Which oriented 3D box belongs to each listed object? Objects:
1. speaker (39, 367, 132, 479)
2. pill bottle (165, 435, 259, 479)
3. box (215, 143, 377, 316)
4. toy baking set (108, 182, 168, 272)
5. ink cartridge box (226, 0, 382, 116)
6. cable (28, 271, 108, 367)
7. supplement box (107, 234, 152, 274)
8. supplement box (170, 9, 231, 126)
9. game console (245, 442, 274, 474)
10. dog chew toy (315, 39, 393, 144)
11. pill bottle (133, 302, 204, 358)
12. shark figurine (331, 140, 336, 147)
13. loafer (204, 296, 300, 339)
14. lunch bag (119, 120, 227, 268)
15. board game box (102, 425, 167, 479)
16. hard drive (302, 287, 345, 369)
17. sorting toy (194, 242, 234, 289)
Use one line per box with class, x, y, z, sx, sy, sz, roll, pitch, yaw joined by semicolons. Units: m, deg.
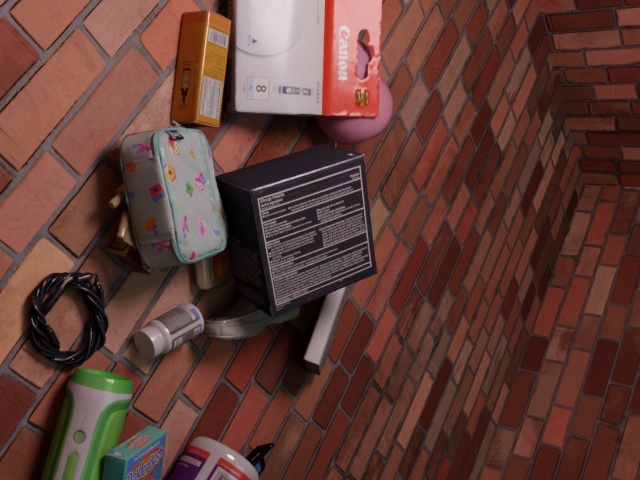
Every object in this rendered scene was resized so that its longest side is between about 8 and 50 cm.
speaker;-0.447;0.396;1.311;0.131;0.131;0.296;25;76;-52
pill bottle;-0.284;0.605;1.516;0.323;0.181;0.181;-57;136;-29
box;-0.049;-0.034;1.574;0.296;0.183;0.294;-20;116;-29
toy baking set;-0.341;-0.049;1.421;0.256;0.030;0.197;-69;143;-52
ink cartridge box;-0.021;-0.442;1.608;0.385;0.091;0.308;-1;98;-20
cable;-0.469;0.151;1.304;0.150;0.047;0.184;-7;103;-52
supplement box;-0.374;0.027;1.401;0.083;0.055;0.043;52;56;-44
supplement box;-0.252;-0.358;1.476;0.080;0.078;0.233;9;90;-56
game console;-0.166;0.578;1.761;0.122;0.107;0.071;-37;96;-44
dog chew toy;0.060;-0.419;1.787;0.206;0.206;0.332;-39;118;-42
pill bottle;-0.320;0.192;1.481;0.137;0.078;0.078;-28;117;-47
shark figurine;-0.026;-0.119;1.752;0.278;0.116;0.166;-42;104;-34
loafer;-0.162;0.158;1.668;0.319;0.112;0.111;-18;106;-58
lunch bag;-0.282;-0.094;1.393;0.224;0.108;0.279;-21;102;-67
board game box;-0.365;0.485;1.346;0.160;0.047;0.210;-17;116;-74
hard drive;0.035;0.177;1.888;0.233;0.047;0.353;86;23;-72
sorting toy;-0.212;-0.004;1.607;0.208;0.038;0.193;-25;116;-56
